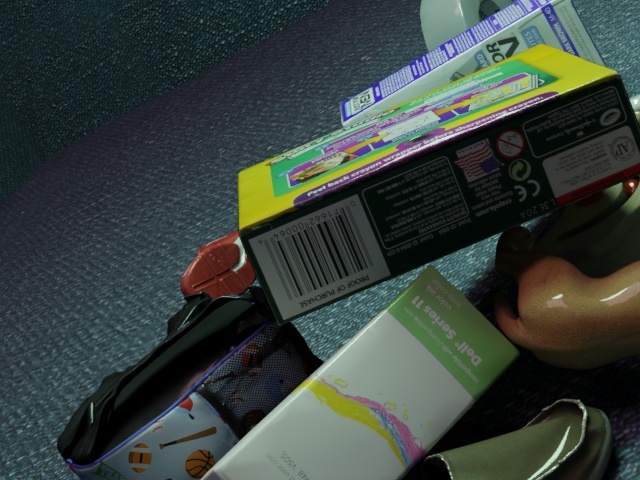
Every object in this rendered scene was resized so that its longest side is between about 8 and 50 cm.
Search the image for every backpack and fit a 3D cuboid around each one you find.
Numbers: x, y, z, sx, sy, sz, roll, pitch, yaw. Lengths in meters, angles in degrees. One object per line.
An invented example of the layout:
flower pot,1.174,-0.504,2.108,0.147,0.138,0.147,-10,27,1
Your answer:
backpack,-0.130,0.187,1.442,0.263,0.213,0.276,-34,6,-17

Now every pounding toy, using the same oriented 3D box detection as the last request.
pounding toy,0.293,-0.051,1.434,0.269,0.155,0.154,-41,22,-31

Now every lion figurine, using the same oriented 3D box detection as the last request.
lion figurine,0.292,0.046,1.194,0.392,0.142,0.240,-24,17,26

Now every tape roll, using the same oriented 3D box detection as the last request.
tape roll,0.239,-0.294,2.079,0.072,0.219,0.219,-23,20,32

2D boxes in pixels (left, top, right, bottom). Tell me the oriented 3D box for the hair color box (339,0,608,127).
hair color box,0.216,-0.180,1.867,0.339,0.185,0.110,-30,19,11

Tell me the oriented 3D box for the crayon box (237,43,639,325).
crayon box,0.101,-0.068,1.363,0.363,0.106,0.313,-23,12,2

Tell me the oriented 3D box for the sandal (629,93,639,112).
sandal,0.299,-0.083,1.611,0.416,0.102,0.169,-24,0,-17

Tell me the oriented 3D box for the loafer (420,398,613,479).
loafer,0.132,0.206,1.129,0.251,0.087,0.094,-38,18,-16

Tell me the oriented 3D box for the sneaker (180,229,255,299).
sneaker,-0.157,0.047,2.114,0.128,0.087,0.221,-28,4,44

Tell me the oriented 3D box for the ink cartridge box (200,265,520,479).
ink cartridge box,-0.007,0.199,1.220,0.353,0.119,0.207,-41,-6,-29
